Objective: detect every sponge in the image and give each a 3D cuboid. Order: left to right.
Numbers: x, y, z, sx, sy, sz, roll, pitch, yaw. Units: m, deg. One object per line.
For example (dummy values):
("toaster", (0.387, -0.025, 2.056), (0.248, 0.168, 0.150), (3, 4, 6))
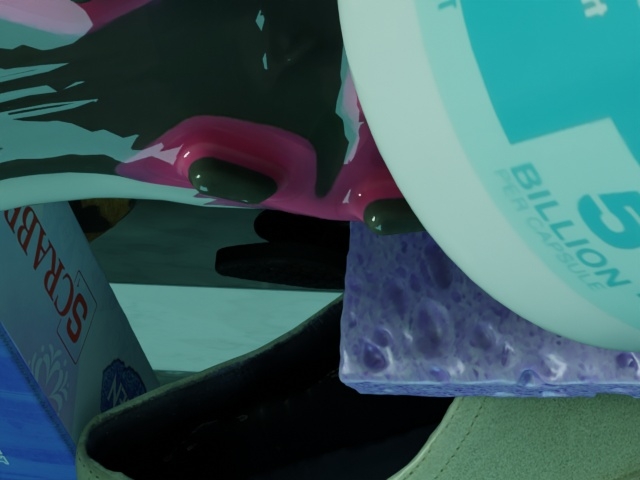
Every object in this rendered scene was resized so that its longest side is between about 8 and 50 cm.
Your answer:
("sponge", (0.112, -0.008, 0.595), (0.210, 0.117, 0.031), (0, 163, 20))

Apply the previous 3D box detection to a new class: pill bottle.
("pill bottle", (0.132, -0.066, 0.311), (0.146, 0.146, 0.264), (15, 162, -34))

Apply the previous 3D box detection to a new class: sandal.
("sandal", (0.000, 0.000, 0.837), (0.067, 0.040, 0.179), (7, -179, 14))

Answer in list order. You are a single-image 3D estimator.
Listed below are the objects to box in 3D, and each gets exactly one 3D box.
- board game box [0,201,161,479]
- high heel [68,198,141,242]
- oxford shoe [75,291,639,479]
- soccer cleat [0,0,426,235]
("board game box", (-0.229, 0.034, 0.728), (0.318, 0.066, 0.319), (6, 147, 17))
("high heel", (-0.129, 0.016, 0.815), (0.186, 0.093, 0.261), (2, 160, 17))
("oxford shoe", (0.104, 0.057, 0.680), (0.397, 0.140, 0.147), (-24, 130, -3))
("soccer cleat", (-0.069, -0.067, 0.489), (0.331, 0.143, 0.116), (-9, 127, -12))
